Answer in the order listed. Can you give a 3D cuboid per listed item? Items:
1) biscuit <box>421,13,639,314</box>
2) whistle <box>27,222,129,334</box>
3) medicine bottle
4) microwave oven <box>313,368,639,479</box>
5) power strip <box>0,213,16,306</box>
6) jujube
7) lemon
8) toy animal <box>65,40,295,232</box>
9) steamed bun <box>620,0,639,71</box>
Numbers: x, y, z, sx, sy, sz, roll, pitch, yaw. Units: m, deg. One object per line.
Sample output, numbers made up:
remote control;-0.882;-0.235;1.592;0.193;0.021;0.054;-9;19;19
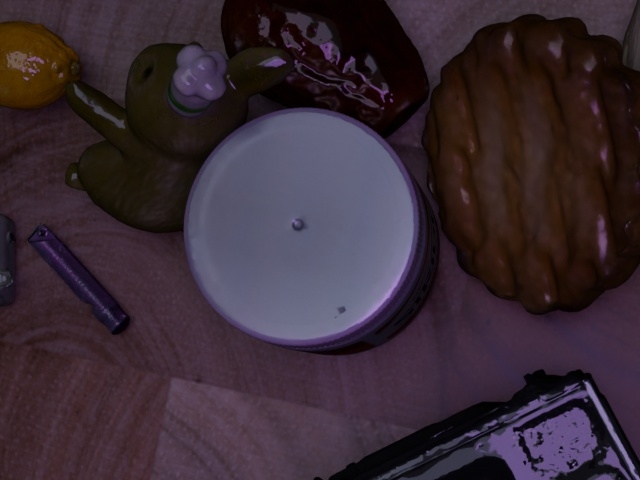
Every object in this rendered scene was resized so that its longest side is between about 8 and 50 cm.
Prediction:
biscuit;0.246;-0.084;1.224;0.326;0.107;0.325;17;112;49
whistle;-0.305;0.048;1.420;0.033;0.033;0.176;-45;76;3
medicine bottle;0.000;0.000;1.259;0.253;0.241;0.252;-2;83;12
microwave oven;0.159;0.287;1.172;0.355;0.286;0.218;-28;77;10
power strip;-0.511;0.032;1.456;0.271;0.046;0.118;-4;79;12
jujube;0.008;-0.225;1.322;0.255;0.190;0.190;45;92;8
lemon;-0.375;-0.221;1.430;0.155;0.114;0.114;8;84;11
toy animal;-0.162;-0.149;1.263;0.181;0.363;0.180;-33;75;-34
steamed bun;0.421;-0.165;1.241;0.200;0.155;0.250;7;87;12
